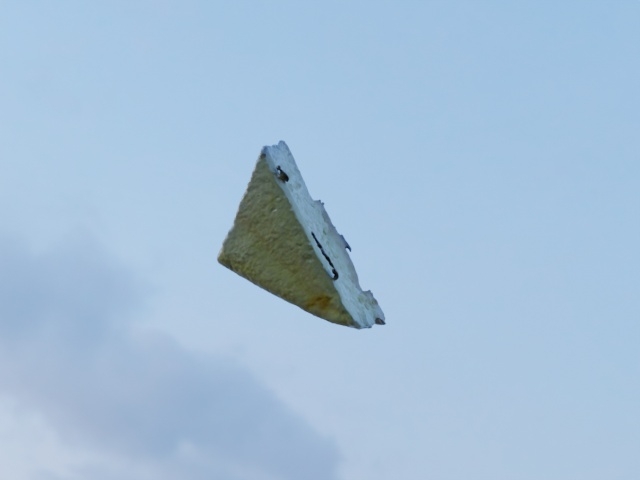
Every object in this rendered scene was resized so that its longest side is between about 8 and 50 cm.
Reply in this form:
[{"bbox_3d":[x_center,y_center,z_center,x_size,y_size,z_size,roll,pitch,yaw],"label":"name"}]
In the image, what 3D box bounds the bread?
[{"bbox_3d":[0.000,0.000,0.804,0.109,0.080,0.084,27,8,8],"label":"bread"}]
